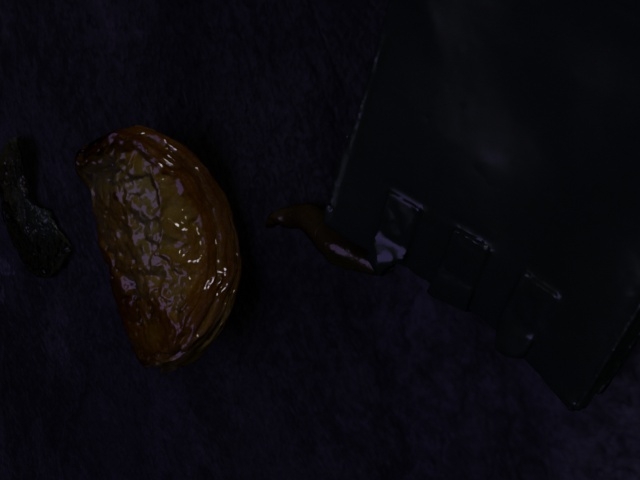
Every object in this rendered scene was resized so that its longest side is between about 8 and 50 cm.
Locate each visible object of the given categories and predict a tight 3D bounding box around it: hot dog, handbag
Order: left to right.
[{"bbox_3d":[-0.168,0.008,0.791,0.175,0.114,0.259,-15,94,42],"label":"hot dog"},{"bbox_3d":[0.133,-0.050,0.489,0.247,0.079,0.260,39,128,31],"label":"handbag"}]

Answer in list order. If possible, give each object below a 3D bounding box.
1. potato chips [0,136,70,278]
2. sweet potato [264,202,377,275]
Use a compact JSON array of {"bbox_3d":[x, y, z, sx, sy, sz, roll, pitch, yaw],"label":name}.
[{"bbox_3d":[-0.449,-0.047,1.116,0.202,0.029,0.220,-1,103,48],"label":"potato chips"},{"bbox_3d":[0.002,-0.006,0.665,0.153,0.038,0.041,27,98,39],"label":"sweet potato"}]
